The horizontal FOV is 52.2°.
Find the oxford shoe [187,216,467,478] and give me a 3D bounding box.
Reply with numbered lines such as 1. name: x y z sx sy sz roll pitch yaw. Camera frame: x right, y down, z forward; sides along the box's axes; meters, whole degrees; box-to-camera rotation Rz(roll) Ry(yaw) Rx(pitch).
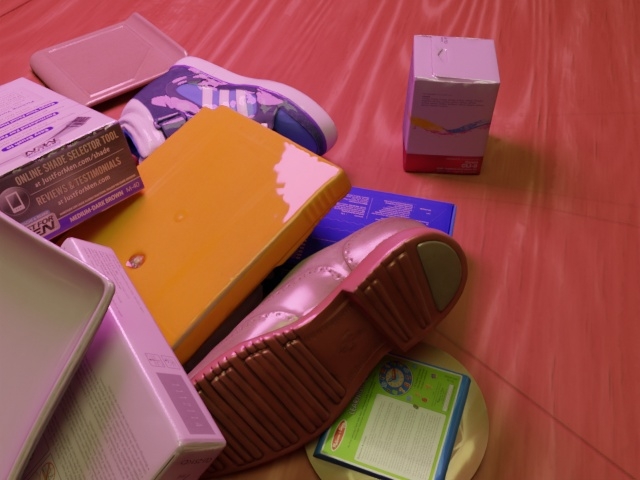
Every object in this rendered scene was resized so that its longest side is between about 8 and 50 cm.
1. oxford shoe: -0.024 0.114 0.739 0.397 0.140 0.146 -33 25 -6

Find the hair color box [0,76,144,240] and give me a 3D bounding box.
1. hair color box: -0.410 -0.117 0.892 0.185 0.110 0.339 -34 38 -27

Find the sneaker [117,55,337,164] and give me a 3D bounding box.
1. sneaker: -0.164 -0.148 1.017 0.323 0.130 0.236 25 61 16

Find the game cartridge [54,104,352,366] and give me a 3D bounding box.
1. game cartridge: -0.163 -0.018 0.823 0.323 0.052 0.285 -45 50 -13

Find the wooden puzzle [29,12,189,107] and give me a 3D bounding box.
1. wooden puzzle: -0.400 -0.335 1.243 0.239 0.044 0.221 -34 55 -22

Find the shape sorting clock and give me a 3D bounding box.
1. shape sorting clock: 0.081 0.200 0.729 0.206 0.040 0.206 -2 51 3

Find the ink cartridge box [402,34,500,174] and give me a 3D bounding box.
1. ink cartridge box: 0.199 -0.213 1.027 0.128 0.176 0.128 4 47 4

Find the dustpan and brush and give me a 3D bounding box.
1. dustpan and brush: -0.167 0.128 0.798 0.147 0.060 0.211 10 41 11

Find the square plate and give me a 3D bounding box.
1. square plate: -0.397 0.123 0.690 0.347 0.049 0.344 27 92 25

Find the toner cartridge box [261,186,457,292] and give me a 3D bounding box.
1. toner cartridge box: 0.000 0.000 0.897 0.348 0.075 0.165 11 49 10

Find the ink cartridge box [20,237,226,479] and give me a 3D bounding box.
1. ink cartridge box: -0.260 0.186 0.682 0.261 0.066 0.296 -50 54 12
